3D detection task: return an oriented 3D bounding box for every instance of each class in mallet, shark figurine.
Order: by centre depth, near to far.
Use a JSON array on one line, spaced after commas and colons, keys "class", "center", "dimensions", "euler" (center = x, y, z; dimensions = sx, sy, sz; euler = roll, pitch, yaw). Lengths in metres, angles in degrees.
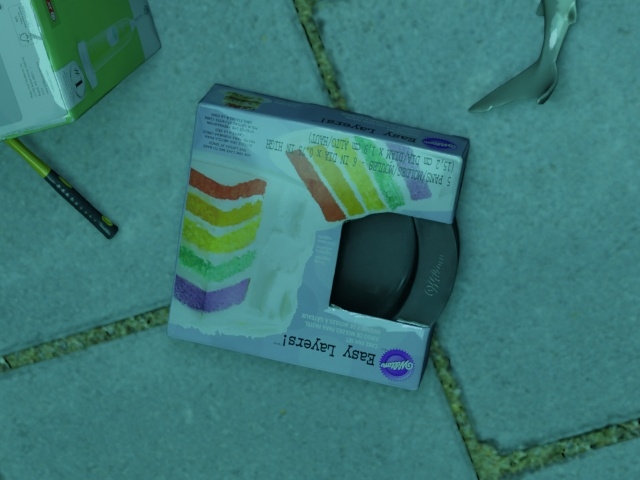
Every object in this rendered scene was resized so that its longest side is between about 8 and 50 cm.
[{"class": "shark figurine", "center": [0.178, -0.258, 1.711], "dimensions": [0.116, 0.166, 0.278], "euler": [16, 132, 32]}, {"class": "mallet", "center": [-0.268, -0.074, 1.883], "dimensions": [0.189, 0.062, 0.039], "euler": [41, 113, -20]}]

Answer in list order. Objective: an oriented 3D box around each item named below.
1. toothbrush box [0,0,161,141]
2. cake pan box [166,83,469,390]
[{"class": "toothbrush box", "center": [-0.256, -0.219, 1.693], "dimensions": [0.122, 0.283, 0.206], "euler": [-13, 106, 16]}, {"class": "cake pan box", "center": [0.000, 0.000, 1.835], "dimensions": [0.267, 0.070, 0.246], "euler": [13, 113, 6]}]
